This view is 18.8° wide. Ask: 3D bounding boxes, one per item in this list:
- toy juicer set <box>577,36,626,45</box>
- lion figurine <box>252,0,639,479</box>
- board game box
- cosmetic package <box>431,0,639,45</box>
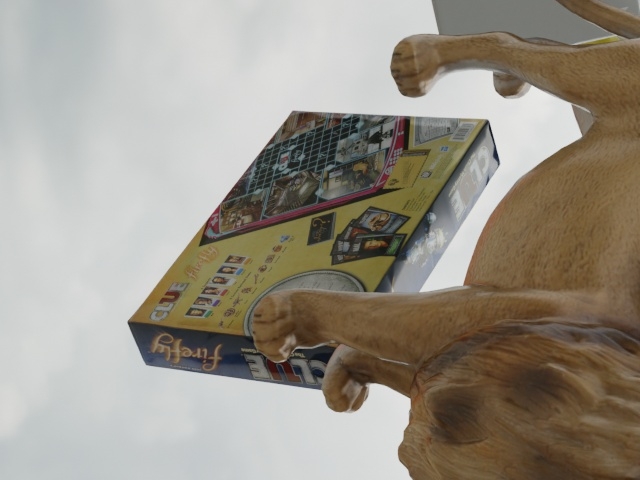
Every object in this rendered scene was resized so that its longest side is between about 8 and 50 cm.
[{"bbox_3d":[0.299,-0.127,1.614,0.209,0.089,0.329,52,-7,27],"label":"toy juicer set"},{"bbox_3d":[0.128,0.002,0.917,0.240,0.142,0.392,8,-117,34],"label":"lion figurine"},{"bbox_3d":[0.000,0.000,1.315,0.165,0.243,0.042,6,-48,31],"label":"board game box"},{"bbox_3d":[0.118,-0.219,1.206,0.238,0.127,0.107,-97,173,-53],"label":"cosmetic package"}]
